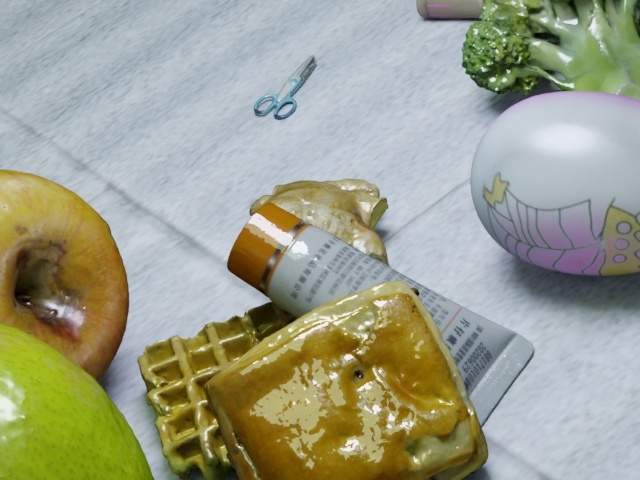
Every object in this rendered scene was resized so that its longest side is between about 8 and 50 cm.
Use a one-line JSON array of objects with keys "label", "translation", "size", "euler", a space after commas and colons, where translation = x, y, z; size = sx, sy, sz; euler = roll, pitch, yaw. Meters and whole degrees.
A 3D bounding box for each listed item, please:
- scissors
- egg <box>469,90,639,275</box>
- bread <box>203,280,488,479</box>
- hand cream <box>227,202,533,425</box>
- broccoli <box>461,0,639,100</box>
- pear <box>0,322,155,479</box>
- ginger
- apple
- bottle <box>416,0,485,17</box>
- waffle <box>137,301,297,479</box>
[{"label": "scissors", "translation": [-0.037, -0.198, 2.277], "size": [0.058, 0.014, 0.119], "euler": [16, 52, 31]}, {"label": "egg", "translation": [0.287, -0.054, 1.818], "size": [0.271, 0.196, 0.196], "euler": [21, 51, 23]}, {"label": "bread", "translation": [0.021, 0.163, 1.673], "size": [0.235, 0.099, 0.210], "euler": [-24, 71, -3]}, {"label": "hand cream", "translation": [0.059, 0.068, 1.795], "size": [0.314, 0.089, 0.139], "euler": [33, 56, 17]}, {"label": "broccoli", "translation": [0.292, -0.252, 2.062], "size": [0.254, 0.186, 0.302], "euler": [4, 36, 13]}, {"label": "pear", "translation": [-0.321, 0.245, 1.576], "size": [0.391, 0.391, 0.391], "euler": [-12, 38, 9]}, {"label": "ginger", "translation": [0.000, 0.000, 1.947], "size": [0.157, 0.102, 0.216], "euler": [5, 34, -8]}, {"label": "apple", "translation": [-0.369, 0.070, 1.880], "size": [0.275, 0.299, 0.299], "euler": [-21, 26, 49]}, {"label": "bottle", "translation": [0.175, -0.311, 2.302], "size": [0.096, 0.045, 0.045], "euler": [2, 42, 29]}, {"label": "waffle", "translation": [-0.063, 0.158, 1.813], "size": [0.229, 0.057, 0.219], "euler": [-20, 38, -2]}]
